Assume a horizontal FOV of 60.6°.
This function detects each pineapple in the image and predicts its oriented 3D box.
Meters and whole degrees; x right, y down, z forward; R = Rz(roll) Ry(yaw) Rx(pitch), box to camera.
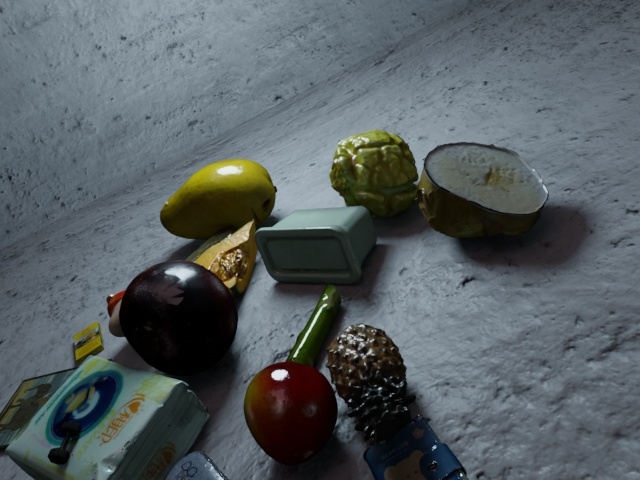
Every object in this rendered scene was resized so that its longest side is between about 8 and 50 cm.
[{"bbox_3d":[0.100,0.266,1.004,0.157,0.158,0.279,-27,18,-1],"label":"pineapple"}]

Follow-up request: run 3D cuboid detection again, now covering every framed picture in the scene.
[{"bbox_3d":[-0.773,0.464,1.540,0.346,0.016,0.265,-15,32,18],"label":"framed picture"}]

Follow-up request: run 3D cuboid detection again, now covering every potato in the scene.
[{"bbox_3d":[0.389,-0.099,1.362,0.299,0.196,0.246,24,54,18],"label":"potato"}]

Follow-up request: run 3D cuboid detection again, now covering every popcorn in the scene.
[{"bbox_3d":[0.160,-0.194,1.604,0.246,0.282,0.282,-22,31,13],"label":"popcorn"}]

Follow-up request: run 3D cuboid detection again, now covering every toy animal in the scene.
[{"bbox_3d":[-0.512,0.211,1.563,0.197,0.171,0.171,5,42,31],"label":"toy animal"}]

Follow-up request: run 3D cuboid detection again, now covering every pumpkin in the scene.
[{"bbox_3d":[-0.289,0.070,1.640,0.162,0.111,0.279,0,49,12],"label":"pumpkin"}]

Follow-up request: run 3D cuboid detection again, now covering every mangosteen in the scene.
[{"bbox_3d":[-0.341,0.184,1.376,0.297,0.297,0.293,9,36,44],"label":"mangosteen"}]

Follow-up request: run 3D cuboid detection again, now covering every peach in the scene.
[{"bbox_3d":[-0.054,0.329,1.037,0.197,0.197,0.197,-19,31,12],"label":"peach"}]

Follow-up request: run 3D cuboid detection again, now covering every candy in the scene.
[{"bbox_3d":[-0.337,0.060,1.735,0.102,0.104,0.234,7,45,36],"label":"candy"}]

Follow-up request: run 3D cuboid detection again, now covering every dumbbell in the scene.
[{"bbox_3d":[-0.513,0.405,1.102,0.040,0.036,0.083,-19,36,20],"label":"dumbbell"}]

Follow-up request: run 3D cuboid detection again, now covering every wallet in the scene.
[{"bbox_3d":[0.166,0.394,0.889,0.141,0.059,0.202,-35,29,0],"label":"wallet"}]

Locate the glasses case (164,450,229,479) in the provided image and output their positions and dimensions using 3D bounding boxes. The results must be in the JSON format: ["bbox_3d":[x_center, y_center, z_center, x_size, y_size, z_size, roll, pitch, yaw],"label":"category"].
[{"bbox_3d":[-0.203,0.491,1.014,0.109,0.067,0.282,-43,33,-21],"label":"glasses case"}]

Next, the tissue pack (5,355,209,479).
[{"bbox_3d":[-0.477,0.430,1.224,0.387,0.162,0.287,1,43,38],"label":"tissue pack"}]

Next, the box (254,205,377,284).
[{"bbox_3d":[0.000,0.000,1.517,0.311,0.175,0.182,-1,31,37],"label":"box"}]

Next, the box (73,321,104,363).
[{"bbox_3d":[-0.727,0.318,1.719,0.086,0.023,0.155,-36,31,-10],"label":"box"}]

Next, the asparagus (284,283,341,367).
[{"bbox_3d":[-0.010,0.214,1.299,0.067,0.060,0.278,-25,24,44],"label":"asparagus"}]

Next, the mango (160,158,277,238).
[{"bbox_3d":[-0.356,-0.120,1.849,0.444,0.301,0.221,-20,65,19],"label":"mango"}]
